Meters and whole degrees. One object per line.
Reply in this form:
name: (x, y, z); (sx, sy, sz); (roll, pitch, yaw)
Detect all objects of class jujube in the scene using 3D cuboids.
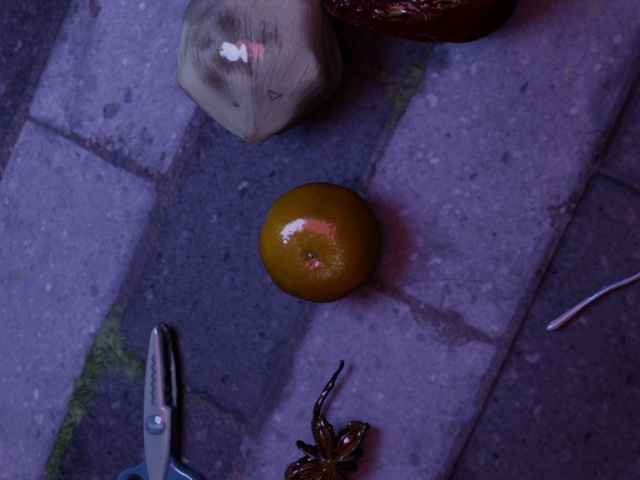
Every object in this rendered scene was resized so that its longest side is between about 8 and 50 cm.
jujube: (0.121, -0.310, 1.288); (0.236, 0.168, 0.168); (-3, 89, -12)

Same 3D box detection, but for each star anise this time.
star anise: (0.012, 0.249, 1.395); (0.097, 0.070, 0.191); (17, 94, -12)

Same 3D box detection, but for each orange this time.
orange: (0.000, 0.000, 1.368); (0.154, 0.134, 0.155); (3, 112, 6)

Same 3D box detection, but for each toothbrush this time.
toothbrush: (0.344, 0.065, 1.323); (0.162, 0.014, 0.017); (-37, 95, 13)

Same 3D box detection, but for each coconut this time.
coconut: (-0.072, -0.228, 1.349); (0.224, 0.224, 0.224); (0, 90, 16)

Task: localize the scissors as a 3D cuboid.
scissors: (-0.215, 0.255, 1.468); (0.138, 0.041, 0.289); (1, 91, 24)
